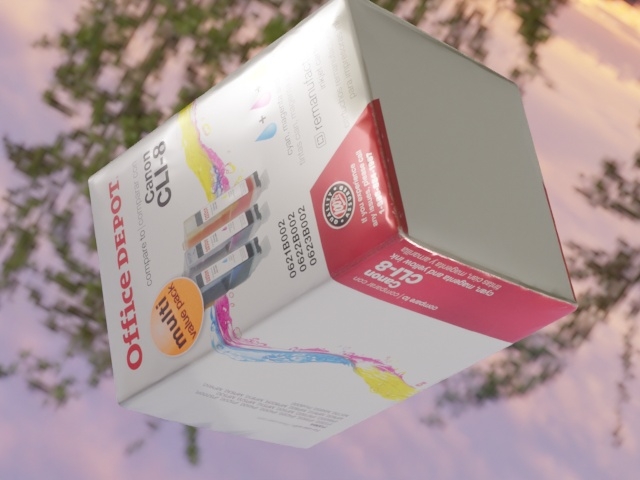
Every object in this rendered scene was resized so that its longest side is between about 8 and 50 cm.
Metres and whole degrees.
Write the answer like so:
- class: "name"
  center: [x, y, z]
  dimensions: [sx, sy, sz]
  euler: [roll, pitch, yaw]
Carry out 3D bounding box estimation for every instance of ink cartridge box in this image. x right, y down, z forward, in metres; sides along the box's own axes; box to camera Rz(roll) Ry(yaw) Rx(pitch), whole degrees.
- class: "ink cartridge box"
  center: [0.000, 0.000, 0.697]
  dimensions: [0.127, 0.176, 0.128]
  euler: [20, -132, -43]
